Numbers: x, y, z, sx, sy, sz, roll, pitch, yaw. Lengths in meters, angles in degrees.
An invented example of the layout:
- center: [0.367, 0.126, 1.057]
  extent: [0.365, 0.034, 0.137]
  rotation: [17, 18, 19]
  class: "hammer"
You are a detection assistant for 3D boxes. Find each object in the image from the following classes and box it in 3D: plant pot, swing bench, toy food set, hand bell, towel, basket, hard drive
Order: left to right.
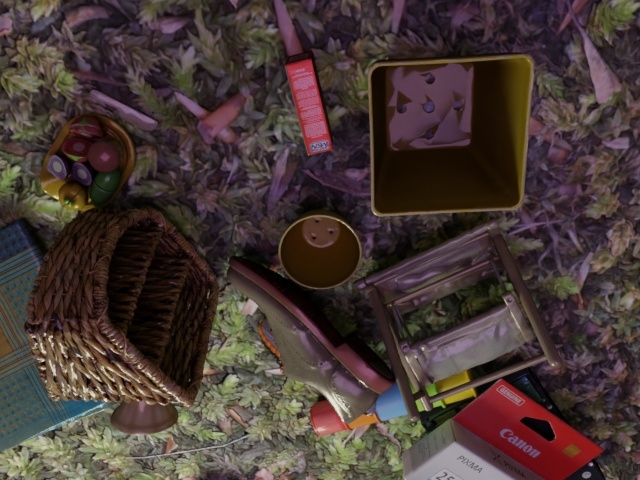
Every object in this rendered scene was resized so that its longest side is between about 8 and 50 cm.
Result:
- center: [-0.552, 0.176, 1.153]
  extent: [0.271, 0.040, 0.370]
  rotation: [-23, 98, 11]
  class: "towel"
- center: [-0.371, -0.129, 1.027]
  extent: [0.128, 0.071, 0.218]
  rotation: [34, 111, -14]
  class: "toy food set"
- center: [-0.286, 0.080, 0.991]
  extent: [0.222, 0.299, 0.214]
  rotation: [2, 126, 1]
  class: "basket"
- center: [-0.323, 0.221, 1.189]
  extent: [0.126, 0.126, 0.242]
  rotation: [5, 104, -2]
  class: "hand bell"
- center: [0.000, 0.000, 1.069]
  extent: [0.134, 0.095, 0.134]
  rotation: [0, 116, 1]
  class: "plant pot"
- center: [0.173, -0.172, 0.935]
  extent: [0.212, 0.187, 0.212]
  rotation: [-3, 115, 2]
  class: "plant pot"
- center: [0.229, 0.131, 1.077]
  extent: [0.253, 0.165, 0.255]
  rotation: [-25, 75, 13]
  class: "swing bench"
- center: [0.384, 0.411, 1.277]
  extent: [0.236, 0.064, 0.339]
  rotation: [-34, 111, 15]
  class: "hard drive"

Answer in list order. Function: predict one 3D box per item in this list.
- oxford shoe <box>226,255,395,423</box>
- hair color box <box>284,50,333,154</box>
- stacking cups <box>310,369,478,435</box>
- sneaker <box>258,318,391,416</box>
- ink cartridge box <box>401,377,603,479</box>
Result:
- center: [-0.045, 0.163, 1.073]
  extent: [0.348, 0.123, 0.130]
  rotation: [41, 100, 15]
  class: "oxford shoe"
- center: [-0.016, -0.211, 0.983]
  extent: [0.043, 0.072, 0.141]
  rotation: [-11, 116, 6]
  class: "hair color box"
- center: [0.131, 0.294, 1.213]
  extent: [0.316, 0.096, 0.096]
  rotation: [-18, 114, 11]
  class: "stacking cups"
- center: [0.010, 0.207, 1.182]
  extent: [0.262, 0.099, 0.121]
  rotation: [34, 72, 1]
  class: "sneaker"
- center: [0.346, 0.420, 1.196]
  extent: [0.296, 0.066, 0.261]
  rotation: [35, 116, -18]
  class: "ink cartridge box"
